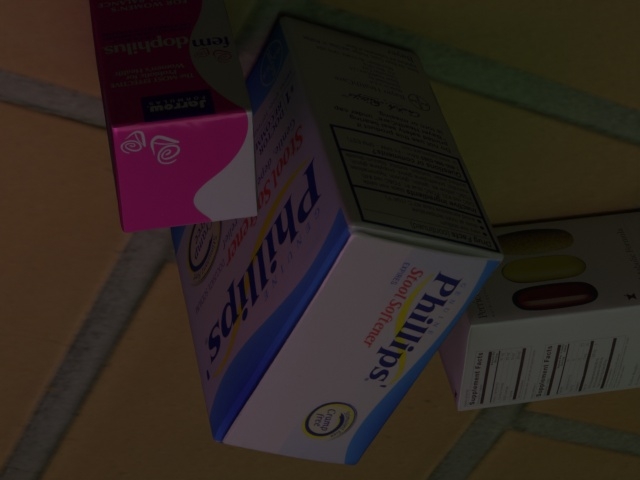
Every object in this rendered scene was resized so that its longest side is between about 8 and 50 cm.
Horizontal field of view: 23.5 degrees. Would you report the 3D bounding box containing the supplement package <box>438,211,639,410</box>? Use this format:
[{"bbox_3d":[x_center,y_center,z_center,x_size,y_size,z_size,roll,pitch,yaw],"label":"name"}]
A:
[{"bbox_3d":[0.247,0.071,1.592,0.244,0.139,0.134,-7,135,-10],"label":"supplement package"}]

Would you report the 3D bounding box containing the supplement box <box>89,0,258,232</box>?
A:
[{"bbox_3d":[-0.122,-0.121,1.255,0.111,0.220,0.114,-8,134,-9],"label":"supplement box"}]

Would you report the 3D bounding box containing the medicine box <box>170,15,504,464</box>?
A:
[{"bbox_3d":[0.000,0.000,1.353,0.149,0.289,0.263,13,127,-26],"label":"medicine box"}]
